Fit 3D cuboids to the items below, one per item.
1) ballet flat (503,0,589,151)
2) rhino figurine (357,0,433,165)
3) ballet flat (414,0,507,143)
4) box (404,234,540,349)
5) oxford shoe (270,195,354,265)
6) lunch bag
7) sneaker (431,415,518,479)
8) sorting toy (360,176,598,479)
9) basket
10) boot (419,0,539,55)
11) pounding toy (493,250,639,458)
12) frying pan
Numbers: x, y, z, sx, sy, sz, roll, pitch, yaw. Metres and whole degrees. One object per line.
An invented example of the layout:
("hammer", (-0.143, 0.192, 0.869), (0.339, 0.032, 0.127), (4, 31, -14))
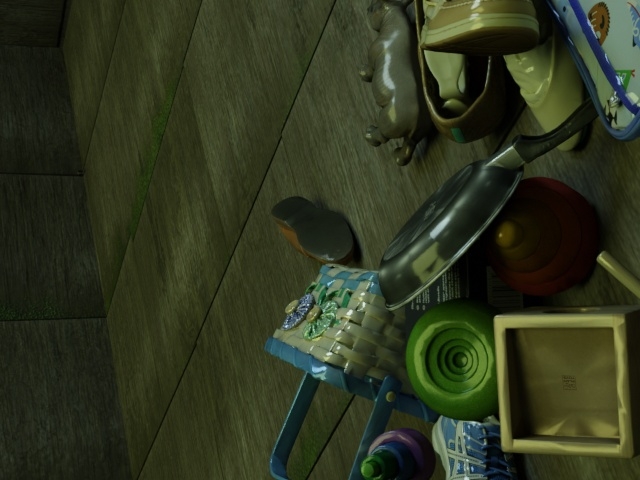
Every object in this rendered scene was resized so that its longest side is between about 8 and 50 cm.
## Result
("ballet flat", (0.219, -0.214, 1.270), (0.086, 0.086, 0.248), (175, 93, -68))
("rhino figurine", (0.094, -0.225, 1.596), (0.106, 0.073, 0.243), (132, 135, -64))
("ballet flat", (0.140, -0.276, 1.371), (0.124, 0.116, 0.342), (-16, -76, -70))
("box", (0.165, 0.059, 1.396), (0.158, 0.093, 0.155), (174, 95, -67))
("oxford shoe", (0.000, 0.000, 1.867), (0.212, 0.076, 0.076), (41, 158, 59))
("lunch bag", (0.281, -0.236, 1.079), (0.243, 0.115, 0.303), (113, 149, -49))
("sneaker", (0.175, 0.245, 1.384), (0.211, 0.080, 0.081), (-113, 33, -52))
("sorting toy", (0.136, 0.100, 1.245), (0.127, 0.126, 0.365), (35, 103, 22))
("basket", (0.032, 0.179, 1.551), (0.255, 0.201, 0.288), (4, 76, 67))
("boot", (0.150, -0.276, 1.176), (0.262, 0.095, 0.203), (-105, 19, -82))
("pounding toy", (0.270, 0.097, 1.134), (0.206, 0.094, 0.181), (-3, 91, 33))
("frying pan", (0.159, -0.044, 1.209), (0.326, 0.053, 0.197), (-43, 7, 41))
